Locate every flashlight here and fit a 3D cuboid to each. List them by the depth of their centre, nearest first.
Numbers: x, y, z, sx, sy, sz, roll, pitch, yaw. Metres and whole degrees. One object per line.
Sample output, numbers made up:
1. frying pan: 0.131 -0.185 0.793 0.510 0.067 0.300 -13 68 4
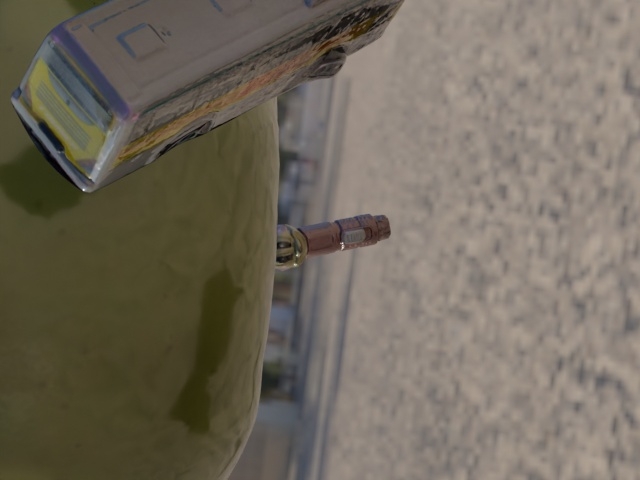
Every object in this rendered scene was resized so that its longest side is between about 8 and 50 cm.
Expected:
1. flashlight: 0.000 0.000 1.298 0.031 0.110 0.052 -154 54 -68

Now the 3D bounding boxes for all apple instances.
1. apple: -0.184 -0.005 0.869 0.357 0.357 0.357 -173 90 -89

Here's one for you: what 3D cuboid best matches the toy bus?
1. toy bus: -0.036 -0.079 0.680 0.172 0.057 0.072 -32 -11 -36
